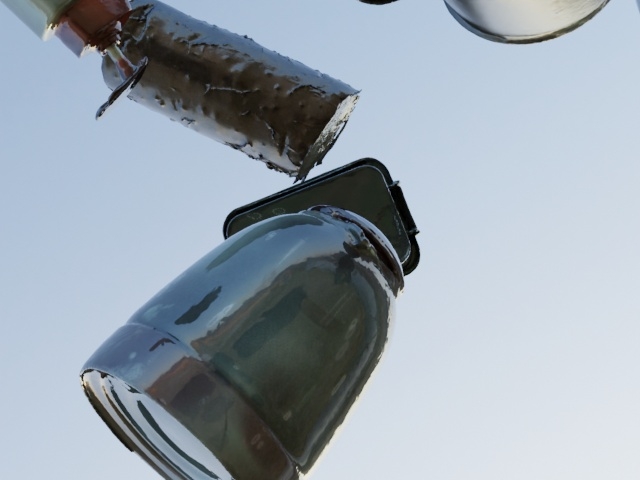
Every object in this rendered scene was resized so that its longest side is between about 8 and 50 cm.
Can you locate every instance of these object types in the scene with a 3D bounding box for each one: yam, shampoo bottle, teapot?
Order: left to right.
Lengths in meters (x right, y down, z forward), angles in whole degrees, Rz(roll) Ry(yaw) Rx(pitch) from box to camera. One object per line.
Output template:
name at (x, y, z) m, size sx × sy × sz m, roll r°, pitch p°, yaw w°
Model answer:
shampoo bottle at (-0.247, -0.242, 1.040) m, size 0.153 × 0.071 × 0.284 m, roll -34°, pitch -98°, yaw -34°
yam at (-0.105, -0.167, 1.268) m, size 0.131 × 0.280 × 0.131 m, roll -62°, pitch -8°, yaw -16°
teapot at (-0.056, 0.114, 1.172) m, size 0.233 × 0.315 × 0.312 m, roll 43°, pitch -115°, yaw 2°

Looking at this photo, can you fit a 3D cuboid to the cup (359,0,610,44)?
cup at (0.111, -0.226, 0.807) m, size 0.223 × 0.169 × 0.176 m, roll -21°, pitch -23°, yaw 15°

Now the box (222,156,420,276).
box at (0.000, 0.000, 1.403) m, size 0.243 × 0.135 × 0.163 m, roll -21°, pitch -92°, yaw 0°

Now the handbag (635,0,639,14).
handbag at (0.359, -0.286, 1.065) m, size 0.089 × 0.254 × 0.211 m, roll 17°, pitch -49°, yaw -13°
